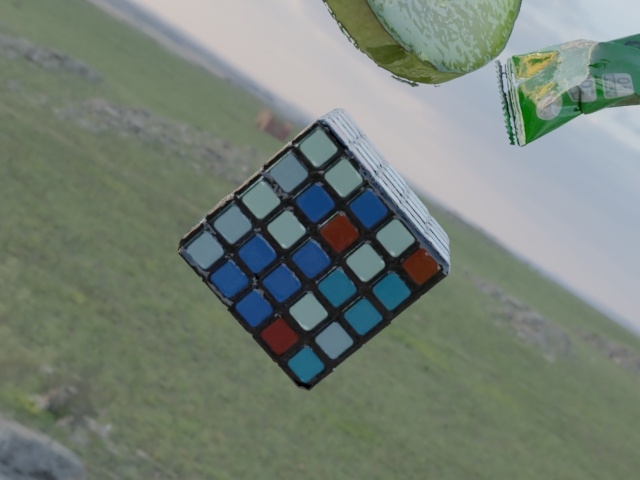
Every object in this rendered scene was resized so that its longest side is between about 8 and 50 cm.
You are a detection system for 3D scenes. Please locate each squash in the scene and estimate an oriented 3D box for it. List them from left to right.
[{"bbox_3d":[0.072,-0.221,0.948,0.041,0.219,0.219,-8,-28,43],"label":"squash"}]

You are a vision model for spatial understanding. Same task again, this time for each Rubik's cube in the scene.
[{"bbox_3d":[0.000,0.000,1.246,0.184,0.182,0.187,49,10,-6],"label":"Rubik's cube"}]

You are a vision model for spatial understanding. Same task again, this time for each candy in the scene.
[{"bbox_3d":[0.297,-0.180,1.460,0.141,0.203,0.078,-82,158,-53],"label":"candy"}]
